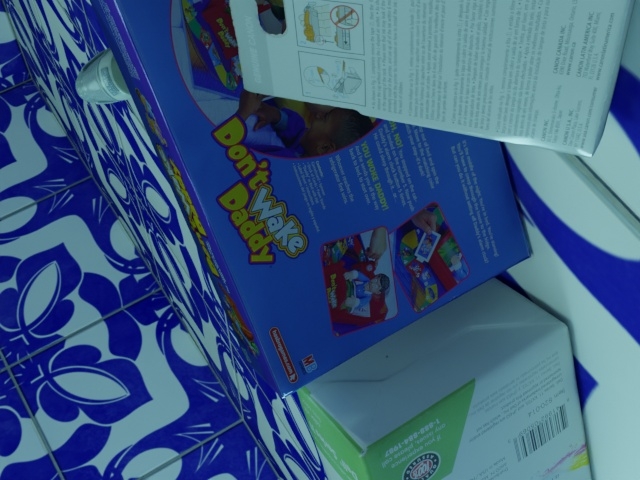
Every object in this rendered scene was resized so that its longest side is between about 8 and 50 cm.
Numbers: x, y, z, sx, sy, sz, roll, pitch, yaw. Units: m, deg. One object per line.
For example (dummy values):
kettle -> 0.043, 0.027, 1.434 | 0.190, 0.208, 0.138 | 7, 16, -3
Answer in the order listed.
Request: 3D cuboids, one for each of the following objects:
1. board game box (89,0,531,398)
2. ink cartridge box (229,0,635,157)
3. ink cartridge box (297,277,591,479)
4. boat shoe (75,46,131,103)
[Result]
board game box -> 0.000, -0.092, 0.680 | 0.078, 0.233, 0.347 | 31, 145, 61
ink cartridge box -> 0.059, -0.142, 0.526 | 0.225, 0.056, 0.181 | 14, 145, 15
ink cartridge box -> 0.130, 0.232, 0.846 | 0.119, 0.207, 0.353 | 36, 149, 53
boat shoe -> -0.221, -0.226, 1.164 | 0.081, 0.227, 0.079 | -9, 111, 29
